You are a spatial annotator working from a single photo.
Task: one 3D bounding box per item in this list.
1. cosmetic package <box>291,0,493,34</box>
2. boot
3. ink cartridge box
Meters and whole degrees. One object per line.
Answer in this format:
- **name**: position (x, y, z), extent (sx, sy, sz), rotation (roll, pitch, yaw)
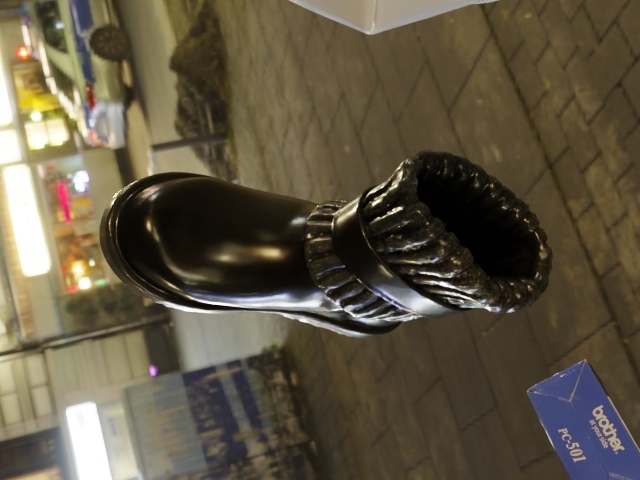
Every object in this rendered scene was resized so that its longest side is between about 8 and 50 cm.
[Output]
- **cosmetic package**: position (0.059, -0.316, 0.425), extent (0.156, 0.217, 0.385), rotation (36, 136, 39)
- **boot**: position (0.001, -0.004, 0.813), extent (0.260, 0.348, 0.131), rotation (-22, 60, 61)
- **ink cartridge box**: position (0.204, 0.174, 0.600), extent (0.207, 0.046, 0.097), rotation (52, -167, -43)
